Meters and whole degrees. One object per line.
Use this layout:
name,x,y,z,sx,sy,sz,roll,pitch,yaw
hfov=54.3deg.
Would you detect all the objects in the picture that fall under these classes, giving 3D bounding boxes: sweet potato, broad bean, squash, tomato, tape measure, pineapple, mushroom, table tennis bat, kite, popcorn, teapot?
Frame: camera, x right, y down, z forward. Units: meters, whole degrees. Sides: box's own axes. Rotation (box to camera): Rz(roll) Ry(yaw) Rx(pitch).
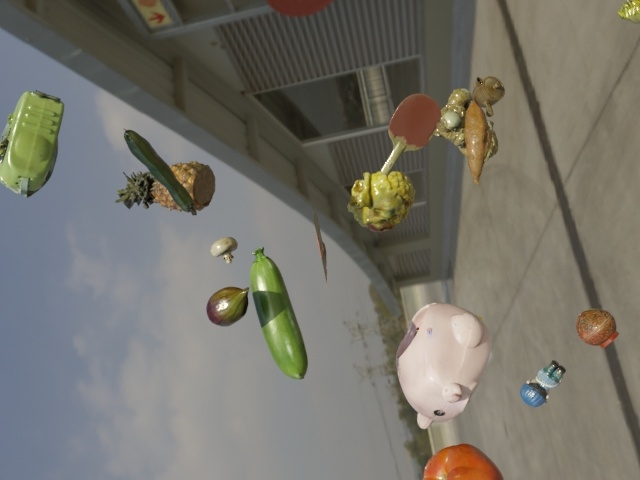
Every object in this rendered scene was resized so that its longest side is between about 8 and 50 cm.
sweet potato,0.371,-0.234,1.470,0.060,0.068,0.205,127,148,-83
broad bean,-0.369,-0.159,1.440,0.254,0.046,0.065,54,-178,-28
squash,-0.126,0.211,1.781,0.107,0.107,0.395,38,-146,-80
tomato,0.383,0.683,1.699,0.180,0.260,0.260,36,-160,-14
tape measure,-0.575,-0.183,1.237,0.175,0.106,0.199,5,84,57
pineapple,-0.499,-0.165,1.927,0.169,0.341,0.169,2,-90,-68
mushroom,-0.283,0.032,1.872,0.079,0.085,0.085,61,-176,9
table tennis bat,0.230,-0.276,1.654,0.234,0.131,0.022,-60,21,15
kite,-0.002,0.000,2.331,0.327,0.013,0.377,70,-170,-65
popcorn,0.183,-0.130,1.925,0.169,0.189,0.218,-91,21,-48
teapot,0.403,-0.350,1.533,0.080,0.085,0.110,142,143,-61

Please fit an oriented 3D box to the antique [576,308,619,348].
antique,0.708,0.222,1.602,0.104,0.104,0.104,-11,-90,-84

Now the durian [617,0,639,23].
durian,0.663,-0.397,1.036,0.158,0.352,0.169,87,179,-63

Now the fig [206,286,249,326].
fig,-0.235,0.165,1.663,0.103,0.155,0.109,40,-156,-19

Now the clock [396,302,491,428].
clock,0.392,0.403,2.075,0.368,0.251,0.376,118,174,-46

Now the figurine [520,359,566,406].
figurine,0.591,0.386,1.654,0.079,0.077,0.136,-30,-25,-54

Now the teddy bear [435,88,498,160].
teddy bear,0.518,-0.382,2.188,0.267,0.256,0.156,-52,-2,-46
